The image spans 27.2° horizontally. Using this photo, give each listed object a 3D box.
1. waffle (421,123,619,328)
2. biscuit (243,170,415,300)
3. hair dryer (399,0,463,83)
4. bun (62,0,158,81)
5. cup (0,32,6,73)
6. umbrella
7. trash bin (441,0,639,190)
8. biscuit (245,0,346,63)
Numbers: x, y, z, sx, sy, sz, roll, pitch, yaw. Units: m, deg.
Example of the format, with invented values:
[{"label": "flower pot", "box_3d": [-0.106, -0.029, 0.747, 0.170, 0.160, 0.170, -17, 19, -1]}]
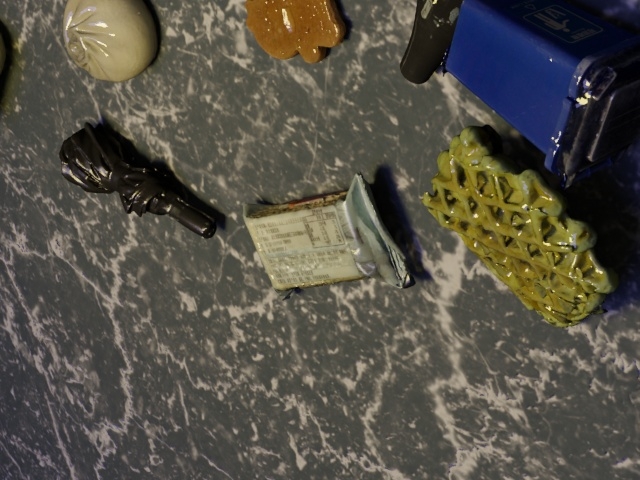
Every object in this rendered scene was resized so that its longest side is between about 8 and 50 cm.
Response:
[{"label": "waffle", "box_3d": [0.249, -0.005, 1.695, 0.297, 0.073, 0.317, 49, 164, 10]}, {"label": "biscuit", "box_3d": [0.002, 0.004, 2.028, 0.309, 0.079, 0.186, -12, 106, 47]}, {"label": "hair dryer", "box_3d": [0.114, -0.358, 1.726, 0.271, 0.091, 0.235, 60, 151, 18]}, {"label": "bun", "box_3d": [-0.354, -0.334, 2.155, 0.173, 0.120, 0.172, 25, 131, 32]}, {"label": "cup", "box_3d": [-0.676, -0.346, 2.474, 0.173, 0.255, 0.202, 14, 138, -13]}, {"label": "umbrella", "box_3d": [-0.312, -0.094, 2.277, 0.340, 0.118, 0.118, 30, 132, 24]}, {"label": "trash bin", "box_3d": [0.272, -0.196, 1.583, 0.234, 0.162, 0.184, 39, 136, 30]}, {"label": "biscuit", "box_3d": [-0.035, -0.316, 1.913, 0.184, 0.027, 0.133, -23, 96, 51]}]
